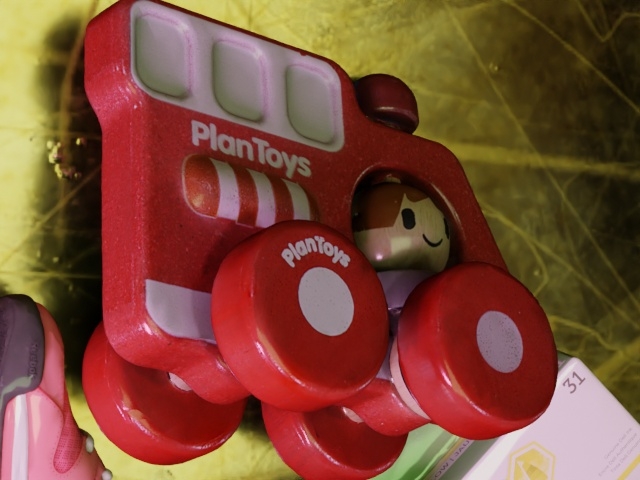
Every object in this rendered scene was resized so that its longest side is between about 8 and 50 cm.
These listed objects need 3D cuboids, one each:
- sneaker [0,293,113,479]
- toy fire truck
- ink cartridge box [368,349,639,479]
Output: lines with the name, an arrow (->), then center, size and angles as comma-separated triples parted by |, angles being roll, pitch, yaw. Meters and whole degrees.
sneaker -> -0.151, 0.179, 1.063 | 0.136, 0.116, 0.314 | -8, 104, -28
toy fire truck -> 0.000, 0.000, 1.043 | 0.302, 0.169, 0.254 | 13, 64, -35
ink cartridge box -> 0.103, 0.133, 1.160 | 0.171, 0.056, 0.235 | -46, 108, -9
